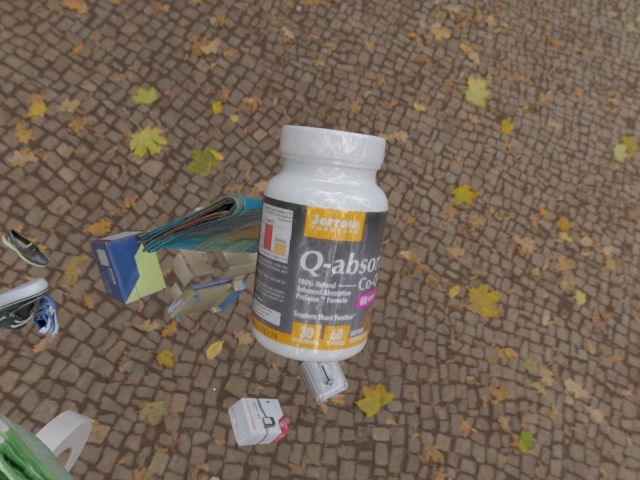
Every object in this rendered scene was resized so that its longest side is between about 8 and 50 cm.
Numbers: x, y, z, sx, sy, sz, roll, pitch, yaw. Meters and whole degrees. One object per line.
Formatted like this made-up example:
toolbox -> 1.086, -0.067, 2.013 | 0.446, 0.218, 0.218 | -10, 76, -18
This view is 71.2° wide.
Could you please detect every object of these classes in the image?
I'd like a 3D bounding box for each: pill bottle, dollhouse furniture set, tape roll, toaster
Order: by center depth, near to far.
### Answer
pill bottle -> 0.000, 0.000, 0.583 | 0.162, 0.162, 0.279 | 4, 102, -12
dollhouse furniture set -> -0.356, 0.081, 1.237 | 0.286, 0.303, 0.198 | -9, 60, -54
tape roll -> -0.830, 0.691, 1.309 | 0.072, 0.392, 0.392 | 28, 68, -1
toaster -> 0.004, 0.445, 1.459 | 0.129, 0.227, 0.146 | -21, 69, -16

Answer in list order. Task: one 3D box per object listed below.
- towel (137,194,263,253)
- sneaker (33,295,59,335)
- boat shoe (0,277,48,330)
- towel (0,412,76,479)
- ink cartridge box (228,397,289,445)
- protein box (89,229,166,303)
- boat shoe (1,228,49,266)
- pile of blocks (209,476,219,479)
towel -> -0.159, -0.022, 0.977 | 0.271, 0.370, 0.040 | -19, 78, 28
sneaker -> -0.906, 0.243, 1.468 | 0.053, 0.059, 0.144 | -35, 66, 15
boat shoe -> -0.938, 0.212, 1.371 | 0.119, 0.335, 0.121 | 63, 25, -8
towel -> -0.289, 0.176, 0.406 | 0.247, 0.325, 0.038 | 25, 50, 28
ink cartridge box -> -0.175, 0.514, 1.272 | 0.150, 0.063, 0.109 | 25, 29, -47
protein box -> -0.623, 0.079, 1.441 | 0.136, 0.201, 0.200 | -21, 104, -37
boat shoe -> -0.925, 0.025, 1.409 | 0.152, 0.049, 0.056 | 41, 30, -23
pile of blocks -> -0.268, 0.697, 0.940 | 0.112, 0.149, 0.362 | 37, 30, -42
